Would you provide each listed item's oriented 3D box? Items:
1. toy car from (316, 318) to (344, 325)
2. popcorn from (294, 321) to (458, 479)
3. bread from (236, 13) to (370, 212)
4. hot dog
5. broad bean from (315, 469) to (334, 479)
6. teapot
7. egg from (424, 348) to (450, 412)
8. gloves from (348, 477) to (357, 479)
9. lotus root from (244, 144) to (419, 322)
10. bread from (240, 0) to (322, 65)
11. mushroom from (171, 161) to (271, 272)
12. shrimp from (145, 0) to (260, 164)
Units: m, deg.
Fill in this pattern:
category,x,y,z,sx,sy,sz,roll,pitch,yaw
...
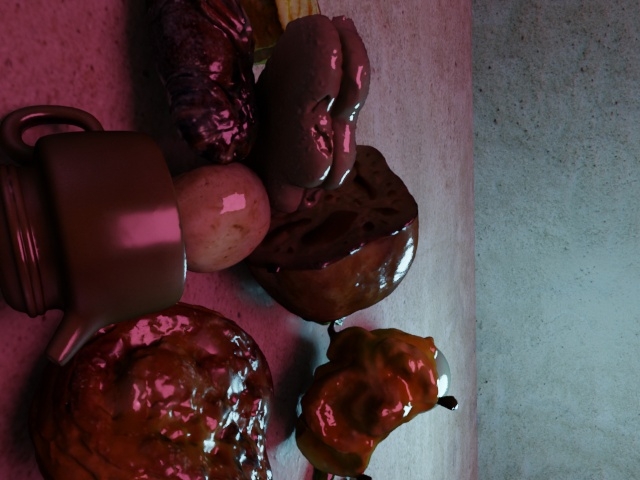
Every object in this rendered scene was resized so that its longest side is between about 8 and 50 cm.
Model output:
category,x,y,z,sx,sy,sz,roll,pitch,yaw
toy car,-0.006,0.128,1.001,0.062,0.071,0.165,-56,140,-23
popcorn,0.092,0.283,0.962,0.316,0.297,0.281,-21,69,-42
bread,-0.036,-0.140,0.675,0.102,0.337,0.183,-5,77,-27
hot dog,-0.151,0.235,0.605,0.387,0.174,0.267,56,22,-48
broad bean,0.025,0.440,1.088,0.065,0.046,0.254,27,68,-45
teapot,-0.242,-0.018,0.463,0.175,0.185,0.268,-11,68,-33
egg,0.250,0.368,1.342,0.282,0.203,0.203,18,75,-60
gloves,0.086,0.621,1.157,0.094,0.110,0.144,-50,156,16
lotus root,0.000,0.000,0.855,0.250,0.316,0.316,81,26,-48
bread,-0.084,-0.421,0.790,0.186,0.124,0.257,-38,123,-64
mushroom,-0.145,-0.035,0.660,0.127,0.166,0.166,59,18,24
shrimp,-0.164,-0.268,0.645,0.137,0.172,0.372,3,72,-35
